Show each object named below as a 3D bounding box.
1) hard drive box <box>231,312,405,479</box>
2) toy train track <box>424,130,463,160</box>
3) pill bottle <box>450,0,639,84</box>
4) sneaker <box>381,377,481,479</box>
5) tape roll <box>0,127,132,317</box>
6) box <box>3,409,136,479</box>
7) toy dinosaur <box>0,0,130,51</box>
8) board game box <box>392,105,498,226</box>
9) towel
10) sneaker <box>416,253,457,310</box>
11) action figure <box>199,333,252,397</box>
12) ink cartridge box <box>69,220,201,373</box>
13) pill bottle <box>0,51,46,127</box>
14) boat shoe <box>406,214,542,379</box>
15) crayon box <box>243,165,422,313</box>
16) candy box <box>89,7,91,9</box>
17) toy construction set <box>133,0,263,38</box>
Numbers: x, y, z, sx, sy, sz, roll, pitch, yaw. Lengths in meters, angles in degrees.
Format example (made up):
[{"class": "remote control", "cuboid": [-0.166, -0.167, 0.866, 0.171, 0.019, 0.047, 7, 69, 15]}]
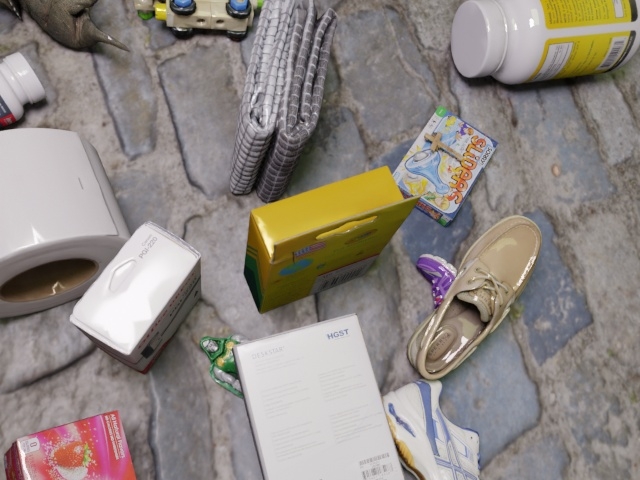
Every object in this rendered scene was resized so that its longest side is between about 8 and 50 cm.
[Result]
[{"class": "hard drive box", "cuboid": [-0.009, 0.238, 0.792, 0.181, 0.089, 0.232, -12, 78, -13]}, {"class": "toy train track", "cuboid": [0.226, -0.171, 1.051, 0.083, 0.014, 0.048, 32, 60, -3]}, {"class": "pill bottle", "cuboid": [0.439, -0.411, 1.123, 0.334, 0.188, 0.187, -10, 72, -14]}, {"class": "sneaker", "cuboid": [0.202, 0.343, 0.840, 0.131, 0.112, 0.296, -27, 77, -19]}, {"class": "tape roll", "cuboid": [-0.404, -0.017, 0.796, 0.246, 0.246, 0.169, -21, 75, -17]}, {"class": "box", "cuboid": [-0.299, 0.363, 0.717, 0.128, 0.123, 0.256, -7, 69, -40]}, {"class": "toy dinosaur", "cuboid": [-0.462, -0.418, 1.005, 0.314, 0.160, 0.121, 31, 42, -10]}, {"class": "board game box", "cuboid": [0.229, -0.142, 1.067, 0.136, 0.035, 0.201, 33, 68, 3]}, {"class": "towel", "cuboid": [-0.066, -0.233, 0.944, 0.121, 0.235, 0.283, 12, 69, -9]}, {"class": "sneaker", "cuboid": [0.214, 0.098, 0.960, 0.071, 0.068, 0.170, -32, 79, -13]}, {"class": "action figure", "cuboid": [-0.083, 0.208, 0.870, 0.232, 0.063, 0.137, 26, 71, 4]}, {"class": "ink cartridge box", "cuboid": [-0.245, 0.089, 0.798, 0.092, 0.218, 0.158, 31, 68, 2]}, {"class": "pill bottle", "cuboid": [-0.550, -0.229, 0.923, 0.180, 0.108, 0.108, -34, 79, -19]}, {"class": "boat shoe", "cuboid": [0.248, 0.090, 0.887, 0.109, 0.098, 0.302, 39, 90, 2]}, {"class": "crayon box", "cuboid": [0.000, 0.000, 0.820, 0.202, 0.318, 0.081, -19, 74, -17]}, {"class": "candy box", "cuboid": [-0.502, -0.521, 1.072, 0.187, 0.053, 0.109, 19, 69, -1]}, {"class": "toy construction set", "cuboid": [-0.222, -0.499, 1.071, 0.328, 0.151, 0.215, -7, 71, -1]}]
